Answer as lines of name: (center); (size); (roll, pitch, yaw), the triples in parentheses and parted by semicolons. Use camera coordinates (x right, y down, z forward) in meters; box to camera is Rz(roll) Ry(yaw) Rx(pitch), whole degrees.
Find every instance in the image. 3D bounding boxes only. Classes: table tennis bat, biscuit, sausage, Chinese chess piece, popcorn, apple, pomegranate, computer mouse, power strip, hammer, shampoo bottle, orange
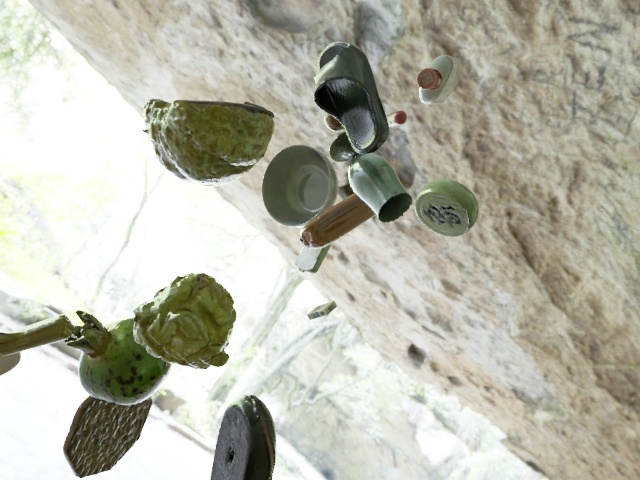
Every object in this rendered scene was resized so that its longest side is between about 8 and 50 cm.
table tennis bat: (-0.647, 0.216, 1.002); (0.198, 0.321, 0.050); (81, -11, -53)
biscuit: (-0.687, 0.598, 1.680); (0.046, 0.359, 0.359); (18, -21, 23)
sausage: (0.067, -0.064, 1.382); (0.086, 0.289, 0.086); (40, -33, 33)
Chinese chess piece: (0.284, -0.072, 1.158); (0.144, 0.058, 0.144); (27, -33, 19)
popcorn: (-0.252, 0.145, 0.971); (0.188, 0.185, 0.167); (6, -33, 26)
apple: (0.057, -0.392, 1.638); (0.090, 0.089, 0.074); (33, -1, 4)
pomegranate: (-0.519, 0.291, 1.275); (0.286, 0.230, 0.231); (28, -9, -38)
computer mouse: (-0.180, 0.535, 1.256); (0.116, 0.323, 0.183); (8, 10, -36)
power strip: (0.000, 0.000, 1.539); (0.080, 0.226, 0.029); (19, -15, 40)
hammer: (0.202, -0.324, 1.368); (0.043, 0.043, 0.083); (39, -3, -15)
shampoo bottle: (0.250, -0.341, 1.093); (0.051, 0.108, 0.221); (31, 24, 13)
orange: (-0.295, -0.245, 1.290); (0.369, 0.210, 0.271); (14, -2, 43)

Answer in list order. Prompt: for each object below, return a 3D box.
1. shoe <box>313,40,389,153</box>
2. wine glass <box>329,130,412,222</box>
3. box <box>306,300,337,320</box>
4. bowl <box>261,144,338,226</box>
shoe: (0.042, -0.275, 0.954); (0.108, 0.093, 0.241); (-37, -113, 43)
wine glass: (0.101, -0.131, 1.036); (0.202, 0.093, 0.093); (60, -1, 32)
box: (0.004, 0.206, 1.512); (0.083, 0.054, 0.024); (-25, -81, 45)
bowl: (-0.053, -0.185, 1.810); (0.287, 0.286, 0.144); (25, 11, 30)
